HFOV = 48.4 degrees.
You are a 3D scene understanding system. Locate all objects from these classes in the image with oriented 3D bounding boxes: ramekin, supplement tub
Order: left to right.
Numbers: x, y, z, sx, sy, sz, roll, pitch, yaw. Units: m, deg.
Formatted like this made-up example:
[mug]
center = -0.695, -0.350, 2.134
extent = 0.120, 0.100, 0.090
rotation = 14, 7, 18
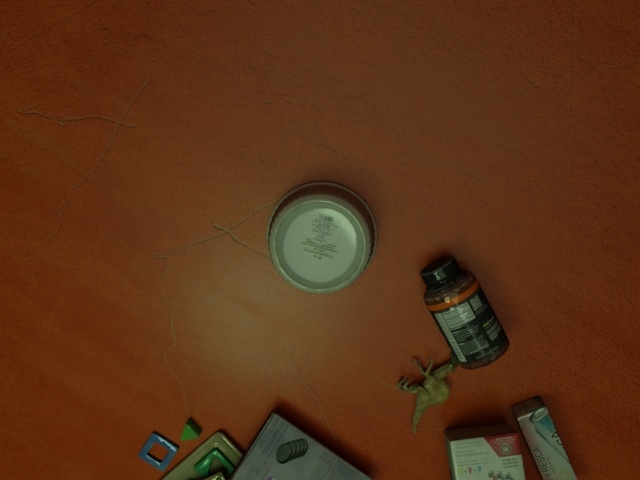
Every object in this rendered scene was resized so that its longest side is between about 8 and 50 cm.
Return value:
[ramekin]
center = 0.000, 0.000, 1.289
extent = 0.207, 0.109, 0.207
rotation = 1, 100, 3
[supplement tub]
center = 0.258, 0.128, 1.301
extent = 0.106, 0.106, 0.198
rotation = -28, 97, 7

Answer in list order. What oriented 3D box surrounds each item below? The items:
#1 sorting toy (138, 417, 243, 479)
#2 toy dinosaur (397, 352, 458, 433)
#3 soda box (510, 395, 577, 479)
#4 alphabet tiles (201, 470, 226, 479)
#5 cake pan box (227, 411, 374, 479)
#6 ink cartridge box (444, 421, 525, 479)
[sorting toy]
center = -0.210, 0.507, 1.421
extent = 0.196, 0.047, 0.348
rotation = -41, 96, 9
[toy dinosaur]
center = 0.197, 0.289, 1.359
extent = 0.092, 0.053, 0.183
rotation = 28, 100, -4
[soda box]
center = 0.431, 0.396, 1.364
extent = 0.063, 0.058, 0.183
rotation = -24, 99, 7
[alphabet tiles]
center = -0.237, 0.627, 1.376
extent = 0.342, 0.011, 0.285
rotation = -25, 84, 1
[cake pan box]
center = -0.063, 0.504, 1.349
extent = 0.245, 0.070, 0.267
rotation = 33, 72, -2
[ink cartridge box]
center = 0.309, 0.443, 1.324
extent = 0.128, 0.127, 0.176
rotation = -8, 85, 3
